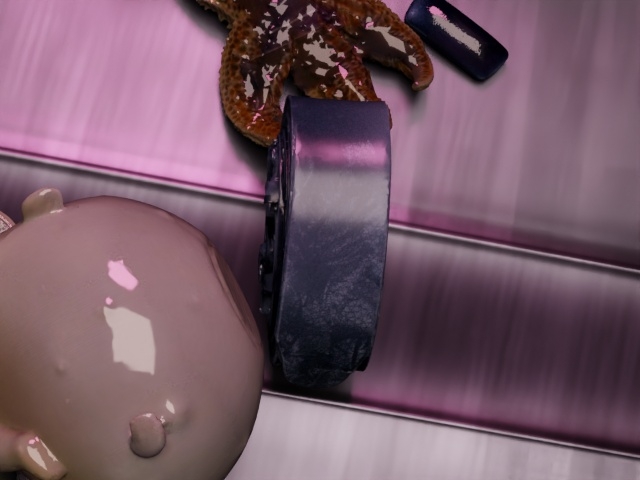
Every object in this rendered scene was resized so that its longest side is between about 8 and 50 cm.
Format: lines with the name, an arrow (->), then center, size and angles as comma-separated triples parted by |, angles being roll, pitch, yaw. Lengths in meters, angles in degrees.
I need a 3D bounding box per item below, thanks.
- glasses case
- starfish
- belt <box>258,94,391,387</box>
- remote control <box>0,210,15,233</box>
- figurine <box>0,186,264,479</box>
glasses case -> 0.101, -0.154, 1.125 | 0.083, 0.023, 0.033 | 38, 71, 4
starfish -> -0.023, -0.175, 1.096 | 0.238, 0.071, 0.216 | 34, 67, -6
belt -> 0.000, 0.000, 1.000 | 0.082, 0.141, 0.190 | 4, 107, -5
remote control -> -0.306, 0.031, 1.008 | 0.221, 0.042, 0.078 | -14, 78, -10
figurine -> -0.241, 0.085, 0.925 | 0.394, 0.226, 0.274 | -22, 108, 2
